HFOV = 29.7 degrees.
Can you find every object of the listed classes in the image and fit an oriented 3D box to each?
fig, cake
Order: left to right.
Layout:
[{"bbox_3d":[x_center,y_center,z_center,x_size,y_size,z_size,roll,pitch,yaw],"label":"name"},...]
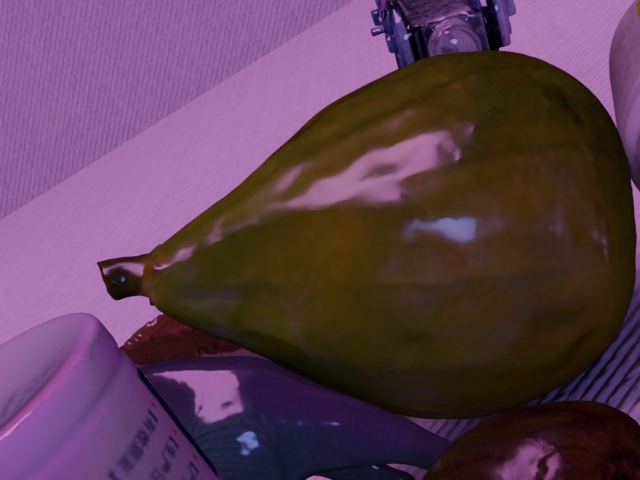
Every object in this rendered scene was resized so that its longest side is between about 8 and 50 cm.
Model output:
[{"bbox_3d":[-0.039,0.083,0.952,0.113,0.116,0.295,-44,19,-27],"label":"cake"},{"bbox_3d":[0.054,0.019,0.764,0.314,0.233,0.233,-32,17,4],"label":"fig"},{"bbox_3d":[0.097,0.137,0.601,0.109,0.103,0.155,-1,-16,-34],"label":"fig"}]

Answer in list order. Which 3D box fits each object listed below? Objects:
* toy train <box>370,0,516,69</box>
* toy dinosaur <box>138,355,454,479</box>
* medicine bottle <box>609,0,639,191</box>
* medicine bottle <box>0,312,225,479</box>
[{"bbox_3d":[0.130,-0.165,1.187,0.131,0.202,0.299,-15,19,6],"label":"toy train"},{"bbox_3d":[-0.108,0.088,0.701,0.383,0.331,0.129,-26,21,29],"label":"toy dinosaur"},{"bbox_3d":[0.271,-0.087,0.811,0.143,0.143,0.258,-27,19,22],"label":"medicine bottle"},{"bbox_3d":[-0.090,0.176,0.558,0.152,0.254,0.152,-30,18,11],"label":"medicine bottle"}]
